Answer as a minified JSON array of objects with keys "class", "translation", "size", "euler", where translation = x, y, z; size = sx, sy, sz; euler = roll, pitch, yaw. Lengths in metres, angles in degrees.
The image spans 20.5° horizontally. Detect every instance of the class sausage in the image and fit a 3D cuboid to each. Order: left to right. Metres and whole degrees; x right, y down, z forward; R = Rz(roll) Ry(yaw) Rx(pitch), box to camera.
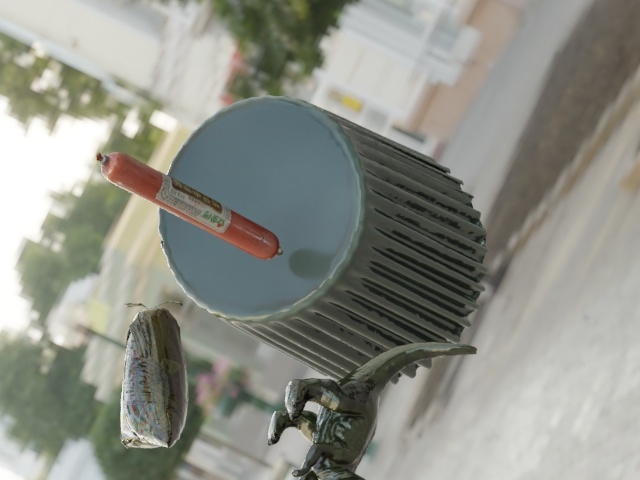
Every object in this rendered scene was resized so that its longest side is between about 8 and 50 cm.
[{"class":"sausage","translation":[-0.124,-0.032,1.715],"size":[0.034,0.253,0.034],"euler":[-21,56,36]}]

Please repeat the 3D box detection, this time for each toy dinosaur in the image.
[{"class":"toy dinosaur","translation":[0.050,0.177,1.535],"size":[0.087,0.178,0.187],"euler":[119,152,-53]}]

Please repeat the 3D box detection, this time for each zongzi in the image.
[{"class":"zongzi","translation":[-0.199,0.164,2.182],"size":[0.184,0.084,0.187],"euler":[158,113,-75]}]

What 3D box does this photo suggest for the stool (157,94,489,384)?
[{"class":"stool","translation":[0.000,0.000,1.992],"size":[0.297,0.297,0.330],"euler":[-64,-27,0]}]
